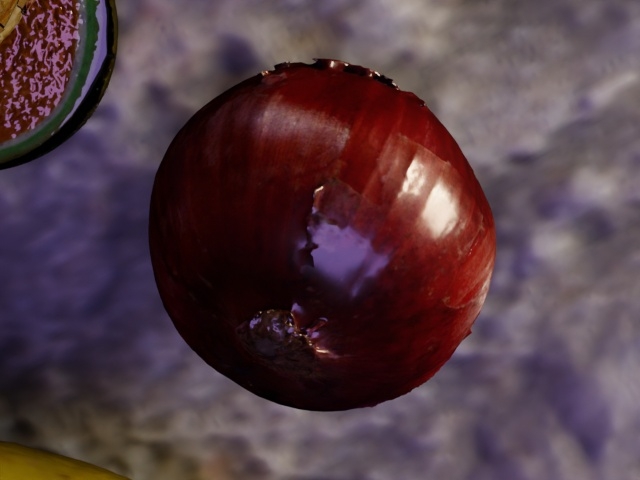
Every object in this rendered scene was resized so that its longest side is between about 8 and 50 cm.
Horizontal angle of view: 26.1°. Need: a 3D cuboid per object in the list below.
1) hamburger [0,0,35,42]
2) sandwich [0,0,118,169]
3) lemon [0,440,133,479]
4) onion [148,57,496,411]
[{"bbox_3d":[-0.181,-0.140,0.424,0.231,0.107,0.231,3,83,-26],"label":"hamburger"},{"bbox_3d":[-0.109,-0.080,0.518,0.069,0.026,0.101,-10,106,5],"label":"sandwich"},{"bbox_3d":[-0.134,0.191,0.483,0.319,0.245,0.245,29,106,-34],"label":"lemon"},{"bbox_3d":[0.000,0.000,0.497,0.131,0.131,0.131,-1,108,-2],"label":"onion"}]
